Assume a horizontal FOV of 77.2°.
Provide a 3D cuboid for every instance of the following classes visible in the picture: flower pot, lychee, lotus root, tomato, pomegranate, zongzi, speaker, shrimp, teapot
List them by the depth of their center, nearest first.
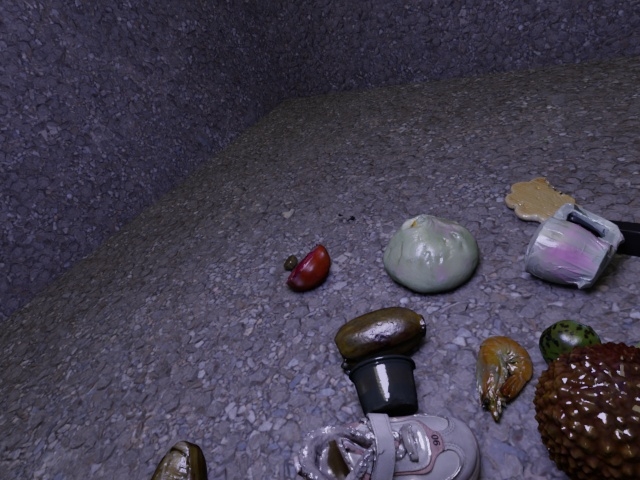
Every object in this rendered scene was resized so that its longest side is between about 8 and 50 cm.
[{"bbox_3d":[0.494,0.290,0.673,0.268,0.267,0.267,-14,36,10],"label":"lychee"},{"bbox_3d":[-0.244,0.563,0.800,0.289,0.134,0.285,-8,40,20],"label":"zongzi"},{"bbox_3d":[0.549,0.225,0.866,0.162,0.122,0.122,-16,27,-35],"label":"pomegranate"},{"bbox_3d":[0.406,0.299,0.893,0.115,0.051,0.217,4,39,28],"label":"shrimp"},{"bbox_3d":[0.147,0.339,0.897,0.158,0.157,0.106,-15,47,9],"label":"flower pot"},{"bbox_3d":[0.150,0.245,1.031,0.241,0.124,0.123,-20,45,2],"label":"lotus root"},{"bbox_3d":[0.656,0.028,1.043,0.178,0.163,0.222,28,44,34],"label":"teapot"},{"bbox_3d":[0.765,-0.018,1.097,0.218,0.082,0.044,14,48,39],"label":"speaker"},{"bbox_3d":[-0.029,0.103,1.348,0.173,0.099,0.189,-53,4,-21],"label":"tomato"}]

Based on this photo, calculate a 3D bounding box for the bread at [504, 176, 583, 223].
[{"bbox_3d":[0.709,-0.123,1.306,0.182,0.038,0.250,-18,35,5],"label":"bread"}]

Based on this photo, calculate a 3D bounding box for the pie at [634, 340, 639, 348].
[{"bbox_3d":[0.711,0.263,0.786,0.187,0.041,0.186,-14,34,10],"label":"pie"}]

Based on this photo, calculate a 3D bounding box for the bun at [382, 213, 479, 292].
[{"bbox_3d":[0.326,0.016,1.198,0.284,0.179,0.283,-12,37,9],"label":"bun"}]

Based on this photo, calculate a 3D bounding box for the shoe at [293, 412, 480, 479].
[{"bbox_3d":[0.125,0.417,0.750,0.351,0.198,0.171,-23,36,-1],"label":"shoe"}]

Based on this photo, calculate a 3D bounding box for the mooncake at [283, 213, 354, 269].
[{"bbox_3d":[-0.006,-0.011,1.516,0.347,0.057,0.150,-34,21,-8],"label":"mooncake"}]
